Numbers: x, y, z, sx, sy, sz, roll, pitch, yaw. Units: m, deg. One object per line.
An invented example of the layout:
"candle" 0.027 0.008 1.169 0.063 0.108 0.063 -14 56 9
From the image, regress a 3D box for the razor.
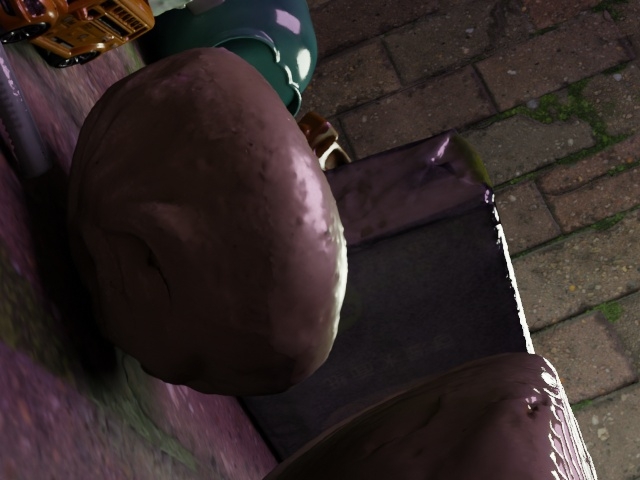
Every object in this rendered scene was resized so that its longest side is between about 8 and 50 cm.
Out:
"razor" -0.187 -0.126 0.497 0.084 0.036 0.211 -104 171 -63

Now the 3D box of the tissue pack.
"tissue pack" 0.059 0.099 0.967 0.394 0.288 0.124 66 7 -45

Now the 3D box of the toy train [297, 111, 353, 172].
"toy train" 0.000 0.000 1.148 0.249 0.178 0.429 38 -7 43

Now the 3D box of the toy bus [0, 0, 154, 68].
"toy bus" -0.172 -0.175 0.652 0.194 0.088 0.083 -84 153 -86

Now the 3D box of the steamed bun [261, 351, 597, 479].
"steamed bun" 0.062 0.224 0.536 0.383 0.236 0.247 -56 122 -77

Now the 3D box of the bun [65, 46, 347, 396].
"bun" -0.080 -0.001 0.580 0.231 0.133 0.231 47 -34 47

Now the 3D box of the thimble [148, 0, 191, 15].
"thimble" -0.196 -0.367 1.037 0.205 0.172 0.250 -70 135 -80

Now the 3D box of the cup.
"cup" -0.135 -0.309 1.269 0.290 0.219 0.258 58 10 -58
